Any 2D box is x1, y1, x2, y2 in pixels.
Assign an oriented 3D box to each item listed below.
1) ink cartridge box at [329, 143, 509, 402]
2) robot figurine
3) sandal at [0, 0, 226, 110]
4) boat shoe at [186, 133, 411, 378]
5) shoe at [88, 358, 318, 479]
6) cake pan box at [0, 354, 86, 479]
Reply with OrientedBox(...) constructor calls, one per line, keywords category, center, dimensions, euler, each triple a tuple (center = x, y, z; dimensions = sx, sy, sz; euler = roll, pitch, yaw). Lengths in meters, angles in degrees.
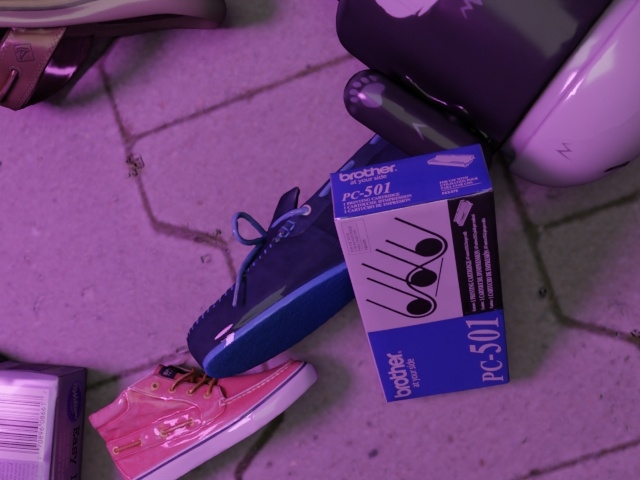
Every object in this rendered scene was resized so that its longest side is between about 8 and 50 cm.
OrientedBox(category="ink cartridge box", center=(0.074, 0.032, 0.576), dimensions=(0.097, 0.207, 0.046), euler=(-10, 46, 6))
OrientedBox(category="robot figurine", center=(0.123, -0.159, 0.586), dimensions=(0.278, 0.173, 0.209), euler=(38, 111, 7))
OrientedBox(category="sandal", center=(-0.222, -0.148, 0.657), dimensions=(0.303, 0.120, 0.086), euler=(-6, 101, 6))
OrientedBox(category="boat shoe", center=(0.000, 0.000, 0.640), dimensions=(0.258, 0.109, 0.089), euler=(-37, 69, -14))
OrientedBox(category="shoe", center=(-0.094, 0.124, 0.653), dimensions=(0.178, 0.063, 0.081), euler=(-33, 89, 9))
OrientedBox(category="cake pan box", center=(-0.323, 0.217, 0.677), dimensions=(0.246, 0.070, 0.267), euler=(2, 88, 5))
